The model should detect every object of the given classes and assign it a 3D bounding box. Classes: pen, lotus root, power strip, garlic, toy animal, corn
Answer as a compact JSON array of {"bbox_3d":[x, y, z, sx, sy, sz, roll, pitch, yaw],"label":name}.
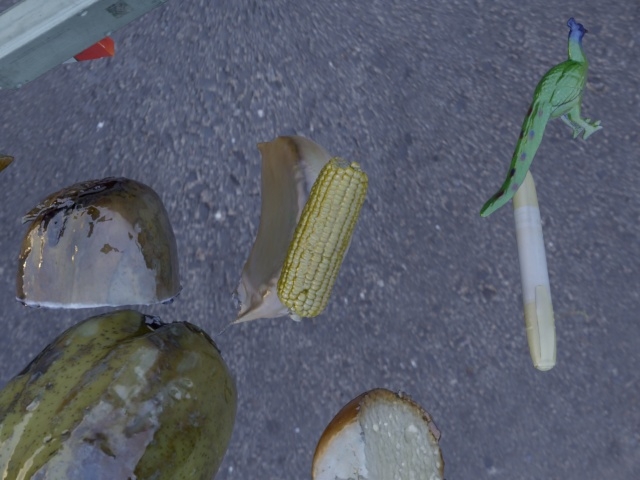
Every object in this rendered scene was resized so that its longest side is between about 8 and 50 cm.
[{"bbox_3d":[0.231,0.025,1.016,0.032,0.040,0.234,-2,69,-2],"label":"pen"},{"bbox_3d":[-0.339,0.000,1.411,0.272,0.272,0.192,-3,109,-4],"label":"lotus root"},{"bbox_3d":[-0.256,-0.243,0.992,0.272,0.078,0.052,-27,73,10],"label":"power strip"},{"bbox_3d":[-0.044,0.004,1.486,0.151,0.196,0.339,15,85,-53],"label":"garlic"},{"bbox_3d":[-0.162,0.159,0.619,0.154,0.278,0.154,19,135,20],"label":"lotus root"},{"bbox_3d":[0.230,-0.107,0.922,0.075,0.041,0.217,26,88,-19],"label":"toy animal"},{"bbox_3d":[0.000,0.000,1.263,0.080,0.080,0.238,15,105,-11],"label":"corn"}]

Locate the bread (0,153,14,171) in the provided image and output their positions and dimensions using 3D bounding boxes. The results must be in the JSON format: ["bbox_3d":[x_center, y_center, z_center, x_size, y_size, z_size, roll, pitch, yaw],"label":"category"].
[{"bbox_3d":[-0.426,-0.063,1.073,0.074,0.139,0.084,16,105,22],"label":"bread"}]

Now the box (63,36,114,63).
[{"bbox_3d":[-0.502,-0.340,1.648,0.245,0.139,0.035,-8,83,9],"label":"box"}]

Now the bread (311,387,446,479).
[{"bbox_3d":[0.038,0.159,0.585,0.044,0.126,0.129,-13,150,25],"label":"bread"}]
